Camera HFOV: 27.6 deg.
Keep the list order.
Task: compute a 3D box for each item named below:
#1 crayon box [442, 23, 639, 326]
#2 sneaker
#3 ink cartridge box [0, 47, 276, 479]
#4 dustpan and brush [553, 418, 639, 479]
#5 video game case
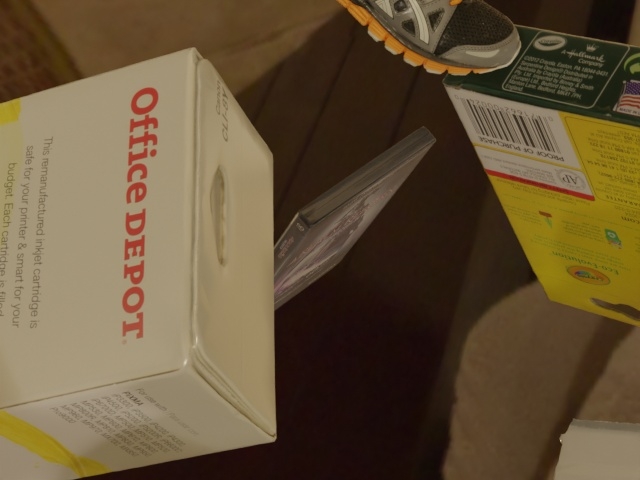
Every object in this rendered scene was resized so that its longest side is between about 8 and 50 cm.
[{"bbox_3d":[0.249,-0.038,1.101,0.202,0.081,0.318,19,154,37],"label":"crayon box"},{"bbox_3d":[0.056,-0.194,0.921,0.215,0.084,0.083,31,129,-9],"label":"sneaker"},{"bbox_3d":[-0.235,0.043,1.036,0.385,0.279,0.160,-13,148,17],"label":"ink cartridge box"},{"bbox_3d":[0.151,0.188,0.539,0.147,0.211,0.060,-3,154,46],"label":"dustpan and brush"},{"bbox_3d":[0.000,0.000,1.388,0.026,0.196,0.274,49,144,8],"label":"video game case"}]
